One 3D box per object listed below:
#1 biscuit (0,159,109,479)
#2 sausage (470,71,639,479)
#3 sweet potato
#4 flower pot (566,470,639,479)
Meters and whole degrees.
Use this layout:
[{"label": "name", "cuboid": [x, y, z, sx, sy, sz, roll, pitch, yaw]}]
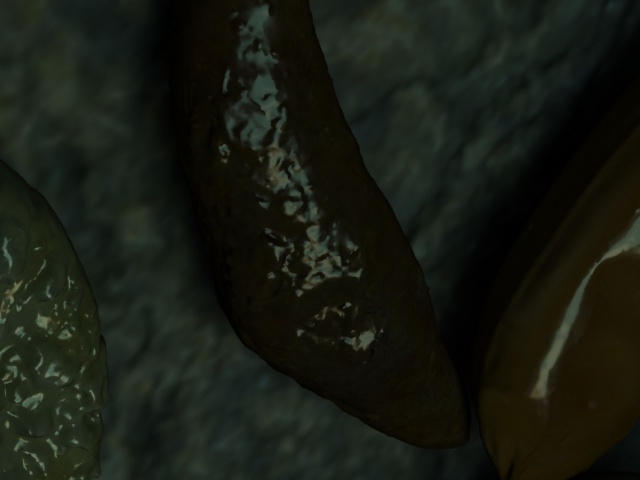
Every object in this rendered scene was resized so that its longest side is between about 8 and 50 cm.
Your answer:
[{"label": "biscuit", "cuboid": [-0.180, 0.052, 0.852, 0.179, 0.084, 0.281, -39, 127, -18]}, {"label": "sausage", "cuboid": [0.192, -0.021, 1.030, 0.354, 0.116, 0.134, -49, 140, -2]}, {"label": "sweet potato", "cuboid": [-0.003, 0.001, 0.932, 0.114, 0.092, 0.341, -43, 128, -30]}, {"label": "flower pot", "cuboid": [0.180, 0.248, 1.057, 0.195, 0.246, 0.246, 26, 95, -36]}]
